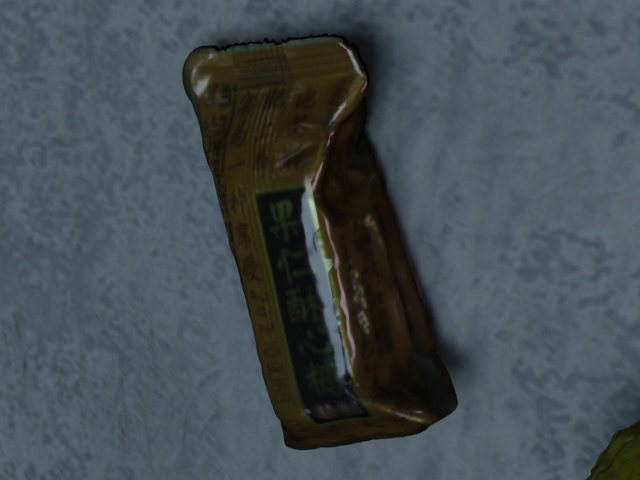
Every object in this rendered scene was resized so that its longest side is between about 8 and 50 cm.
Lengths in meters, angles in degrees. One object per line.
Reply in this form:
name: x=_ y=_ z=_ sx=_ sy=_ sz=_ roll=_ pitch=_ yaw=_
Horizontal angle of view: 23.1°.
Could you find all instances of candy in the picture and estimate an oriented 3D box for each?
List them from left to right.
candy: x=0.000 y=0.000 z=0.980 sx=0.143 sy=0.101 sz=0.271 roll=-9 pitch=102 yaw=36

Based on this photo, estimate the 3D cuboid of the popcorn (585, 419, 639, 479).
popcorn: x=0.245 y=0.195 z=0.902 sx=0.218 sy=0.169 sz=0.189 roll=41 pitch=118 yaw=17
